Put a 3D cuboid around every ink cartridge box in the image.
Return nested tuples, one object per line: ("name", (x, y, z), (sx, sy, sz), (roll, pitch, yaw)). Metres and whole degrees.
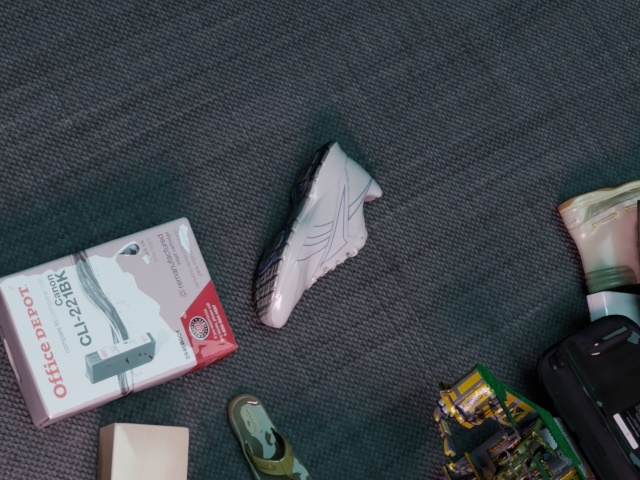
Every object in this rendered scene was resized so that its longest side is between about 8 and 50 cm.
("ink cartridge box", (0.368, 0.308, 1.938), (0.143, 0.090, 0.092), (-1, 75, -21))
("ink cartridge box", (-0.279, 0.109, 1.751), (0.273, 0.114, 0.197), (-20, 83, -22))

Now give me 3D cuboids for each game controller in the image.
("game controller", (0.444, 0.264, 1.859), (0.166, 0.067, 0.319), (-28, 73, -3))

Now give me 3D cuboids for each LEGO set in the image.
("LEGO set", (0.241, 0.348, 1.755), (0.255, 0.192, 0.331), (28, 26, -52))

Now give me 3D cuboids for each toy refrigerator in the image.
("toy refrigerator", (-0.238, 0.378, 1.706), (0.102, 0.094, 0.269), (7, 75, -22))

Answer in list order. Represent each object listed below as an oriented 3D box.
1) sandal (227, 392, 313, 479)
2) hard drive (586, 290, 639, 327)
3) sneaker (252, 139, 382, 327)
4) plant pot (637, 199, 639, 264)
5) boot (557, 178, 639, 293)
("sandal", (-0.068, 0.289, 1.811), (0.072, 0.049, 0.180), (-29, 86, -24))
("hard drive", (0.488, 0.234, 1.980), (0.203, 0.040, 0.307), (7, 70, -51))
("sneaker", (0.000, 0.000, 1.888), (0.129, 0.111, 0.297), (32, 68, -15))
("plant pot", (0.585, 0.086, 1.955), (0.257, 0.256, 0.274), (6, 92, -18))
("boot", (0.493, -0.008, 2.079), (0.213, 0.077, 0.165), (-14, 80, -17))
